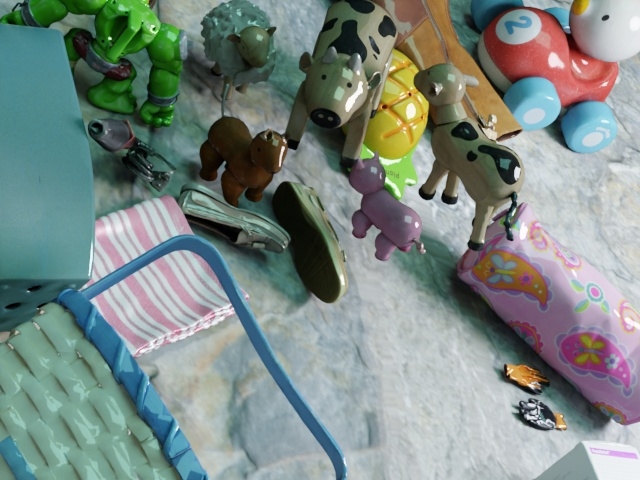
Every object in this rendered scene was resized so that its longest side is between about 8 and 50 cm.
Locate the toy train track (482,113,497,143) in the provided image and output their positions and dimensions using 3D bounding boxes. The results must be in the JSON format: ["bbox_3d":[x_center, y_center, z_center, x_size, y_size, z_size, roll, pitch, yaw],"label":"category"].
[{"bbox_3d":[0.207,-0.113,2.251,0.014,0.083,0.048,13,2,34],"label":"toy train track"}]

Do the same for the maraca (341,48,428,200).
[{"bbox_3d":[0.072,-0.139,2.116,0.127,0.099,0.185,9,74,-37],"label":"maraca"}]

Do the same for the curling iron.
[{"bbox_3d":[-0.182,-0.091,1.714,0.068,0.035,0.274,38,-2,7],"label":"curling iron"}]

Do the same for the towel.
[{"bbox_3d":[-0.167,0.031,1.736,0.144,0.029,0.197,52,34,11],"label":"towel"}]

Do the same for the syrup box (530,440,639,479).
[{"bbox_3d":[0.309,0.330,1.877,0.096,0.093,0.237,12,46,-39],"label":"syrup box"}]

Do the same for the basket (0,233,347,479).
[{"bbox_3d":[-0.153,0.148,1.446,0.289,0.201,0.254,-26,73,-22],"label":"basket"}]

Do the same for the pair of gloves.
[{"bbox_3d":[0.239,0.175,2.038,0.074,0.010,0.083,15,47,-40],"label":"pair of gloves"}]

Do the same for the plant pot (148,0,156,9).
[{"bbox_3d":[-0.204,-0.356,1.978,0.167,0.165,0.167,29,36,-24],"label":"plant pot"}]

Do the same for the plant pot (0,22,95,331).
[{"bbox_3d":[-0.298,-0.045,1.567,0.165,0.166,0.234,1,62,-47],"label":"plant pot"}]

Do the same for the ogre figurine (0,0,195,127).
[{"bbox_3d":[-0.211,-0.198,1.847,0.197,0.118,0.097,43,34,-5],"label":"ogre figurine"}]

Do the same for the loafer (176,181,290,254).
[{"bbox_3d":[-0.091,-0.013,1.858,0.125,0.045,0.039,28,54,-13],"label":"loafer"}]

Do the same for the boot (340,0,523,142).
[{"bbox_3d":[0.178,-0.255,2.346,0.280,0.096,0.264,54,34,10],"label":"boot"}]

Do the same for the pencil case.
[{"bbox_3d":[0.290,0.086,2.083,0.284,0.124,0.124,41,34,-6],"label":"pencil case"}]

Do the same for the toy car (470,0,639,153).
[{"bbox_3d":[0.351,-0.282,2.431,0.210,0.238,0.219,18,42,-35],"label":"toy car"}]

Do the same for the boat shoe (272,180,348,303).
[{"bbox_3d":[-0.001,0.001,1.924,0.048,0.056,0.153,4,44,-39],"label":"boat shoe"}]

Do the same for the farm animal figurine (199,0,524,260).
[{"bbox_3d":[0.043,-0.147,1.918,0.330,0.172,0.326,7,42,-12],"label":"farm animal figurine"}]
